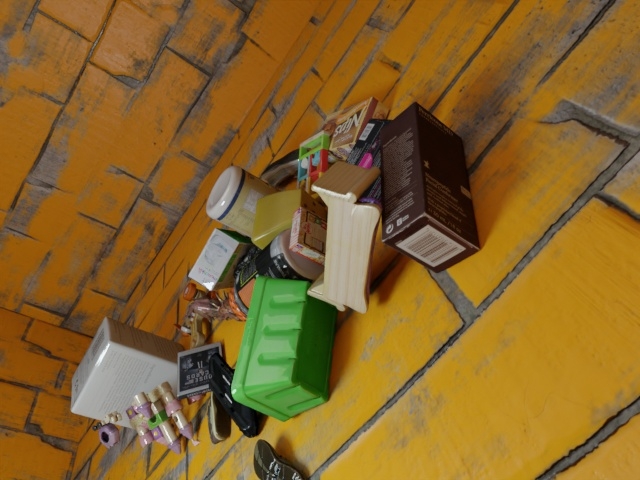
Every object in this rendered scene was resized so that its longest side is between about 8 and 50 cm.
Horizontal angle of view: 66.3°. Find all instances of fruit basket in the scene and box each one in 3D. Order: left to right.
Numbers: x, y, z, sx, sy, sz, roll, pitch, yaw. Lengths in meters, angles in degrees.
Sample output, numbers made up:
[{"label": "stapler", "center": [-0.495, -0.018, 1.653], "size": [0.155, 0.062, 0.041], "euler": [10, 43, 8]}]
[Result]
[{"label": "fruit basket", "center": [-0.144, 0.318, 1.419], "size": [0.391, 0.283, 0.392], "euler": [-23, 46, 26]}]

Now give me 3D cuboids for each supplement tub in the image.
[{"label": "supplement tub", "center": [-0.266, -0.130, 1.944], "size": [0.228, 0.316, 0.229], "euler": [-40, 34, 35]}, {"label": "supplement tub", "center": [-0.148, 0.130, 1.625], "size": [0.338, 0.207, 0.207], "euler": [-41, 34, 35]}]

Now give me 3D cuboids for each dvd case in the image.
[{"label": "dvd case", "center": [-0.462, 0.498, 1.892], "size": [0.239, 0.179, 0.030], "euler": [-118, 17, -59]}]

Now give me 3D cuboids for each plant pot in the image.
[{"label": "plant pot", "center": [-0.093, -0.057, 1.728], "size": [0.187, 0.212, 0.212], "euler": [-27, 41, 28]}]

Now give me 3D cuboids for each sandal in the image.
[{"label": "sandal", "center": [-0.104, 0.600, 1.288], "size": [0.219, 0.060, 0.090], "euler": [8, 77, 46]}]

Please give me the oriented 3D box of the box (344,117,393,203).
[{"label": "box", "center": [0.171, -0.222, 1.473], "size": [0.247, 0.142, 0.163], "euler": [-59, 26, 2]}]

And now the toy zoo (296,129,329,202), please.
[{"label": "toy zoo", "center": [-0.033, -0.246, 1.846], "size": [0.192, 0.030, 0.294], "euler": [-12, 72, 60]}]

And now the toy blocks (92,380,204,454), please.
[{"label": "toy blocks", "center": [-0.614, 0.708, 1.854], "size": [0.288, 0.309, 0.260], "euler": [-38, 77, 26]}]

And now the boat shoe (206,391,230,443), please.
[{"label": "boat shoe", "center": [-0.361, 0.595, 1.700], "size": [0.073, 0.080, 0.224], "euler": [-44, 36, 21]}]

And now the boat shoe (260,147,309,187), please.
[{"label": "boat shoe", "center": [-0.141, -0.313, 2.159], "size": [0.320, 0.103, 0.118], "euler": [-19, 30, 46]}]

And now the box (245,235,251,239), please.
[{"label": "box", "center": [-0.251, -0.099, 2.189], "size": [0.190, 0.045, 0.184], "euler": [-9, 60, 57]}]

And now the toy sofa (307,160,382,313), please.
[{"label": "toy sofa", "center": [0.081, -0.001, 1.240], "size": [0.150, 0.177, 0.363], "euler": [-48, -32, -46]}]

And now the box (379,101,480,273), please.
[{"label": "box", "center": [0.257, -0.134, 1.194], "size": [0.143, 0.191, 0.382], "euler": [-37, 37, 39]}]

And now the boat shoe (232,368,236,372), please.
[{"label": "boat shoe", "center": [-0.276, 0.478, 1.679], "size": [0.227, 0.068, 0.081], "euler": [-15, 94, 62]}]

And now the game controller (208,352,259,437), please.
[{"label": "game controller", "center": [-0.283, 0.491, 1.578], "size": [0.319, 0.067, 0.167], "euler": [26, 115, 52]}]

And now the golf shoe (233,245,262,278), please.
[{"label": "golf shoe", "center": [-0.294, 0.095, 2.075], "size": [0.198, 0.077, 0.094], "euler": [-50, 8, 25]}]

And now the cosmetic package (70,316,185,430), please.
[{"label": "cosmetic package", "center": [-0.829, 0.593, 2.161], "size": [0.328, 0.393, 0.329], "euler": [-63, 27, -3]}]

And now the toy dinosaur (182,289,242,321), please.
[{"label": "toy dinosaur", "center": [-0.442, 0.271, 1.990], "size": [0.200, 0.295, 0.127], "euler": [42, -135, -80]}]

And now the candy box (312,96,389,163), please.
[{"label": "candy box", "center": [0.102, -0.397, 1.809], "size": [0.316, 0.087, 0.183], "euler": [2, 69, 60]}]

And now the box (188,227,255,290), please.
[{"label": "box", "center": [-0.408, 0.079, 2.069], "size": [0.231, 0.126, 0.262], "euler": [-60, -9, 2]}]

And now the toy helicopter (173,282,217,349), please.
[{"label": "toy helicopter", "center": [-0.571, 0.376, 2.209], "size": [0.235, 0.140, 0.355], "euler": [-54, 31, 18]}]

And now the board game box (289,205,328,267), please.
[{"label": "board game box", "center": [0.000, 0.000, 1.504], "size": [0.045, 0.193, 0.147], "euler": [-37, 36, 39]}]
